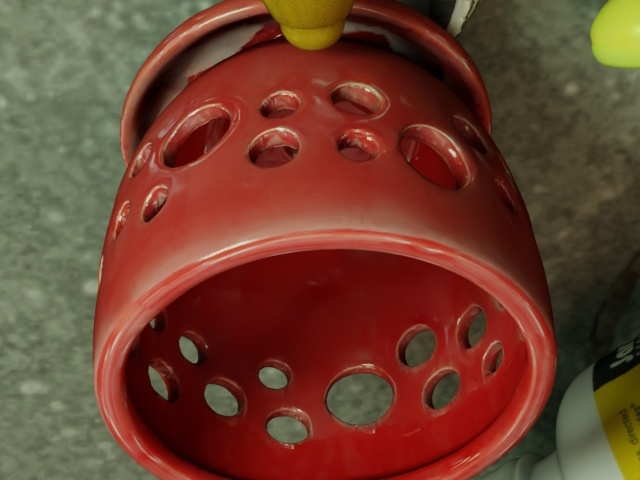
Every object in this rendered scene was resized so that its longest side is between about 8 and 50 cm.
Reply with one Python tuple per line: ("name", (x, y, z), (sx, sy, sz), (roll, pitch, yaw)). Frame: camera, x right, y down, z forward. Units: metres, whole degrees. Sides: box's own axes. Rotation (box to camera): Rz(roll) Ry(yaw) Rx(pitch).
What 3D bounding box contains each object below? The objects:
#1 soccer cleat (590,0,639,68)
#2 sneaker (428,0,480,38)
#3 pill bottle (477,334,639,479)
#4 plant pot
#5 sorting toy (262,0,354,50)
("soccer cleat", (0.253, -0.145, 0.867), (0.289, 0.093, 0.121), (-15, 102, 9))
("sneaker", (0.057, -0.123, 0.874), (0.035, 0.031, 0.083), (25, 139, 9))
("pill bottle", (0.243, 0.107, 1.001), (0.334, 0.188, 0.188), (-33, 129, 18))
("plant pot", (0.000, 0.000, 0.861), (0.191, 0.174, 0.191), (-1, 136, -1))
("sorting toy", (0.115, -0.148, 0.781), (0.365, 0.127, 0.126), (-8, 123, -4))
